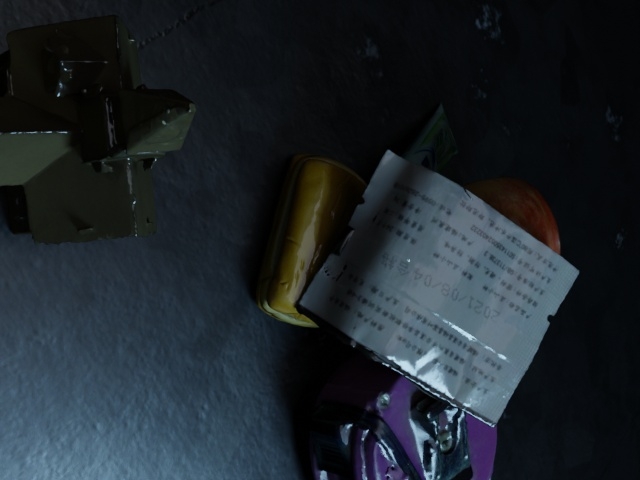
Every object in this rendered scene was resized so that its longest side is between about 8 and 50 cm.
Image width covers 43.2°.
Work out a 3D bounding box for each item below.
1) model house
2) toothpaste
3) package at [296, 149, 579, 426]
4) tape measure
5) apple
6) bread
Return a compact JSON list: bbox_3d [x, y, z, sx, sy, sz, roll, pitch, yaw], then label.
[{"bbox_3d":[-0.184,-0.088,0.641,0.176,0.248,0.180,-7,92,-40],"label":"model house"},{"bbox_3d":[0.122,-0.090,0.994,0.297,0.048,0.074,-49,121,-53],"label":"toothpaste"},{"bbox_3d":[0.128,0.053,0.847,0.251,0.062,0.203,31,88,-4],"label":"package"},{"bbox_3d":[0.102,0.244,0.935,0.232,0.149,0.245,-27,104,-36],"label":"tape measure"},{"bbox_3d":[0.188,0.018,0.983,0.210,0.209,0.164,-6,77,-40],"label":"apple"},{"bbox_3d":[0.000,0.000,0.913,0.116,0.077,0.200,22,73,-29],"label":"bread"}]
